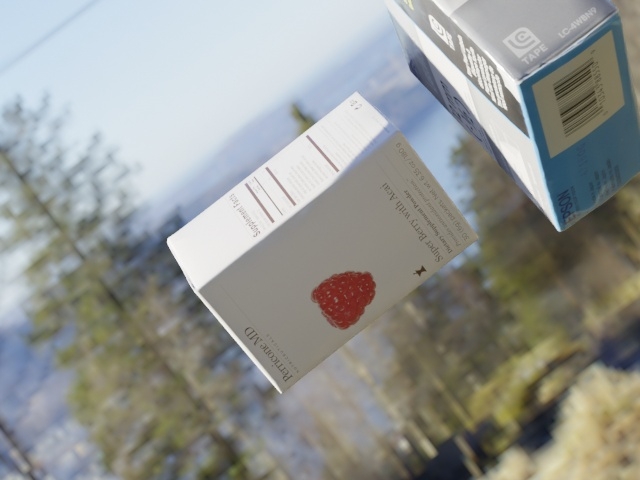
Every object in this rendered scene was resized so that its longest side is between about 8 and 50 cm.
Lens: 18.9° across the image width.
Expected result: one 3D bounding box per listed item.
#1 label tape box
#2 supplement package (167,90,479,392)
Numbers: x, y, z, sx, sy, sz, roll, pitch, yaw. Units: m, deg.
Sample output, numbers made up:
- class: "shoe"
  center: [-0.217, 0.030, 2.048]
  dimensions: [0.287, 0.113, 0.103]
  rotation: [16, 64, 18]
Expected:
- class: "label tape box"
  center: [0.126, -0.203, 1.667]
  dimensions: [0.115, 0.347, 0.249]
  rotation: [-39, -31, -6]
- class: "supplement package"
  center: [0.000, 0.000, 2.227]
  dimensions: [0.293, 0.177, 0.175]
  rotation: [-39, 25, 1]
